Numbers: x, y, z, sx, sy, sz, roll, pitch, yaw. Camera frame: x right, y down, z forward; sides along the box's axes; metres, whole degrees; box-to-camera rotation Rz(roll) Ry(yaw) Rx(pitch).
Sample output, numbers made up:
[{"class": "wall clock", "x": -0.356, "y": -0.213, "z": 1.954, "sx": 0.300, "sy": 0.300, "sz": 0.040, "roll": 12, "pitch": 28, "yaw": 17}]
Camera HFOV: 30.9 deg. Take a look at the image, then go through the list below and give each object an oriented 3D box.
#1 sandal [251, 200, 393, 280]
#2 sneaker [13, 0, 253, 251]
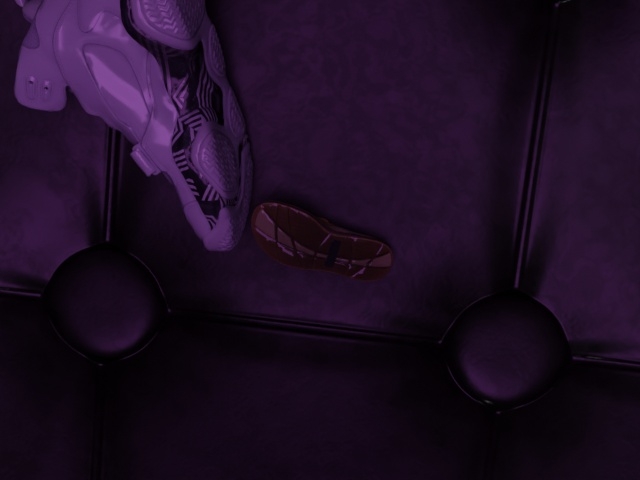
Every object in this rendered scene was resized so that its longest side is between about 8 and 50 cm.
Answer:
[{"class": "sandal", "x": 0.000, "y": 0.000, "z": 1.380, "sx": 0.180, "sy": 0.049, "sz": 0.072, "roll": 17, "pitch": 110, "yaw": -15}, {"class": "sneaker", "x": -0.212, "y": -0.151, "z": 1.319, "sx": 0.210, "sy": 0.137, "sz": 0.365, "roll": -8, "pitch": 111, "yaw": 17}]
